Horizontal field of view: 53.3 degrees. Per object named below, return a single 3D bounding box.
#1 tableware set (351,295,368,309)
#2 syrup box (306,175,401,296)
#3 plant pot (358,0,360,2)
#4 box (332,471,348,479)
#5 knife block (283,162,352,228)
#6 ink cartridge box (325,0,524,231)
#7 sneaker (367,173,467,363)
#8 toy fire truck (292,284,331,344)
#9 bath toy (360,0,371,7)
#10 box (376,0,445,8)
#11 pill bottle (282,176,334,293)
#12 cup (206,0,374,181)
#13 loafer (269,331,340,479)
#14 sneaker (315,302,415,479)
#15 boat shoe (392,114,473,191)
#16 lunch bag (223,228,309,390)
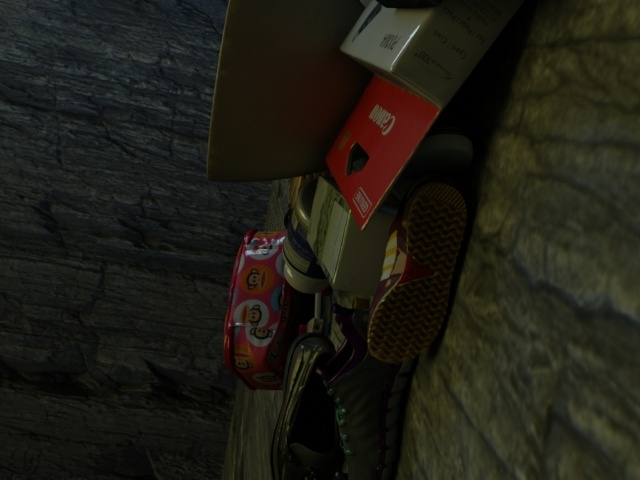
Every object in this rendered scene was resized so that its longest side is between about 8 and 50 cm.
[{"bbox_3d":[0.047,0.151,0.852,0.104,0.024,0.154,118,159,-61],"label":"tableware set"},{"bbox_3d":[0.049,-0.010,0.772,0.237,0.096,0.093,-120,41,-75],"label":"syrup box"},{"bbox_3d":[-0.017,-0.434,1.111,0.188,0.187,0.167,-29,47,25],"label":"plant pot"},{"bbox_3d":[0.019,0.398,0.734,0.184,0.045,0.190,-89,12,-49],"label":"box"},{"bbox_3d":[-0.008,-0.139,1.232,0.242,0.088,0.275,-114,33,-71],"label":"knife block"},{"bbox_3d":[0.068,-0.174,0.651,0.261,0.066,0.296,-55,16,13],"label":"ink cartridge box"},{"bbox_3d":[0.091,0.028,0.614,0.084,0.070,0.185,-84,11,-73],"label":"sneaker"},{"bbox_3d":[-0.014,0.161,1.124,0.192,0.047,0.135,-92,14,-49],"label":"toy fire truck"},{"bbox_3d":[0.082,-0.429,0.900,0.129,0.151,0.348,-37,31,21],"label":"bath toy"},{"bbox_3d":[0.118,-0.294,0.493,0.232,0.059,0.183,-54,16,12],"label":"box"},{"bbox_3d":[0.000,0.000,0.998,0.186,0.112,0.112,111,165,-52],"label":"pill bottle"},{"bbox_3d":[-0.019,-0.230,0.919,0.331,0.237,0.331,-171,90,-83],"label":"cup"},{"bbox_3d":[-0.016,0.265,0.882,0.084,0.096,0.267,180,93,-74],"label":"loafer"},{"bbox_3d":[0.034,0.175,0.685,0.083,0.098,0.223,-140,59,-79],"label":"sneaker"},{"bbox_3d":[0.102,-0.105,0.640,0.183,0.065,0.083,153,123,-79],"label":"boat shoe"},{"bbox_3d":[-0.089,0.145,1.262,0.258,0.120,0.293,67,-153,-58],"label":"lunch bag"}]
